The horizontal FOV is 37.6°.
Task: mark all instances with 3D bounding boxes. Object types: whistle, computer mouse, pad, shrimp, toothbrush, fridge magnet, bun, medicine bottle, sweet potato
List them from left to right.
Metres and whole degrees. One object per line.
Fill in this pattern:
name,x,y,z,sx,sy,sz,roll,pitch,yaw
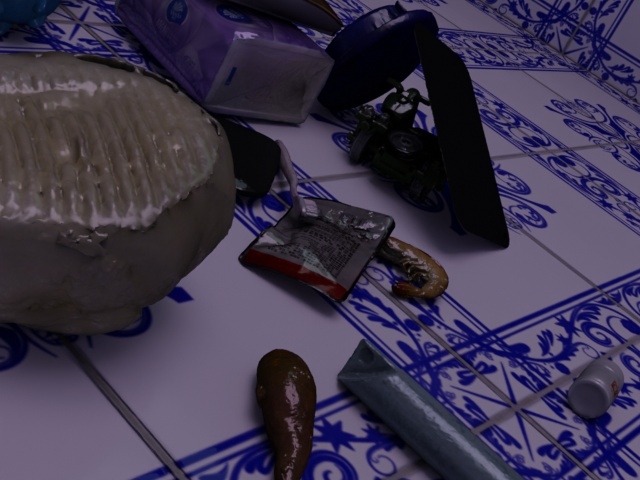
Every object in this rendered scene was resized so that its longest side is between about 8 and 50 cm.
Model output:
bun,-0.266,-0.038,0.967,0.360,0.211,0.359,12,37,-9
computer mouse,-0.081,-0.437,1.628,0.310,0.072,0.158,7,34,-48
sweet potato,-0.032,0.172,0.957,0.068,0.068,0.226,17,29,-18
toothbrush,-0.041,-0.097,1.422,0.030,0.025,0.307,10,23,-16
fridge magnet,0.101,-0.342,1.761,0.265,0.265,0.112,-17,69,-54
shrimp,0.102,0.035,1.356,0.178,0.034,0.124,28,33,-4
pad,0.202,-0.173,1.578,0.315,0.063,0.375,20,55,-58
whistle,0.141,0.226,1.021,0.312,0.062,0.062,41,30,25
medicine bottle,0.375,0.200,1.278,0.057,0.057,0.089,36,28,18

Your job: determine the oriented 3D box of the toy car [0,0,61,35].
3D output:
toy car,-0.512,-0.419,1.439,0.255,0.188,0.190,16,55,-13

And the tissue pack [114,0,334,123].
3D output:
tissue pack,-0.173,-0.363,1.655,0.242,0.160,0.338,2,36,-47

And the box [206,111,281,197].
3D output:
box,-0.159,-0.134,1.402,0.201,0.042,0.212,22,28,-10

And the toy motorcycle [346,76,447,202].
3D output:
toy motorcycle,0.160,-0.177,1.672,0.205,0.127,0.275,31,30,14

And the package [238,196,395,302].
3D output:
package,0.000,0.000,1.291,0.154,0.030,0.239,19,28,13
